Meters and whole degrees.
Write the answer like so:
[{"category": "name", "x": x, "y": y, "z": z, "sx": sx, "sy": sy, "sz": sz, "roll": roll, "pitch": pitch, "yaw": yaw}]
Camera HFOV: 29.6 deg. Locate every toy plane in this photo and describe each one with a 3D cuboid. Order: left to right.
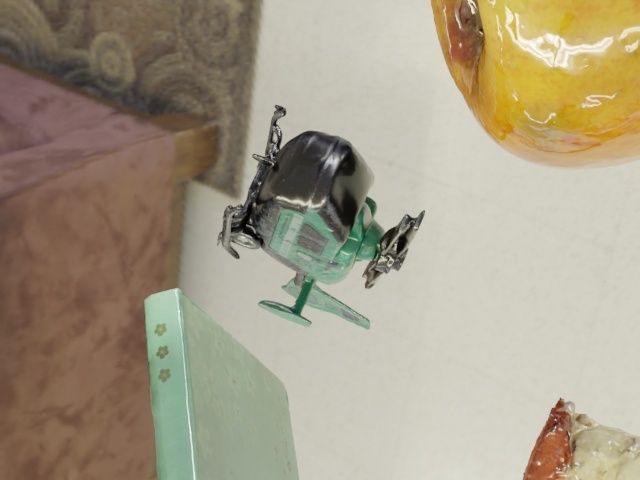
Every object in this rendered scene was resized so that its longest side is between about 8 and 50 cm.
[{"category": "toy plane", "x": 0.000, "y": 0.000, "z": 1.053, "sx": 0.155, "sy": 0.106, "sz": 0.382, "roll": 25, "pitch": 159, "yaw": 2}]

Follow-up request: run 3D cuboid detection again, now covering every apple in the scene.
[{"category": "apple", "x": 0.223, "y": -0.209, "z": 0.907, "sx": 0.299, "sy": 0.275, "sz": 0.299, "roll": 169, "pitch": 90, "yaw": -81}]

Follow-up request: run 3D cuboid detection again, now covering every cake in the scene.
[{"category": "cake", "x": 0.163, "y": 0.211, "z": 0.816, "sx": 0.086, "sy": 0.220, "sz": 0.117, "roll": 15, "pitch": 144, "yaw": 20}]

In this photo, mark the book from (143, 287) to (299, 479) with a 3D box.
[{"category": "book", "x": -0.024, "y": 0.095, "z": 0.391, "sx": 0.017, "sy": 0.103, "sz": 0.135, "roll": -16, "pitch": 60, "yaw": 13}]
